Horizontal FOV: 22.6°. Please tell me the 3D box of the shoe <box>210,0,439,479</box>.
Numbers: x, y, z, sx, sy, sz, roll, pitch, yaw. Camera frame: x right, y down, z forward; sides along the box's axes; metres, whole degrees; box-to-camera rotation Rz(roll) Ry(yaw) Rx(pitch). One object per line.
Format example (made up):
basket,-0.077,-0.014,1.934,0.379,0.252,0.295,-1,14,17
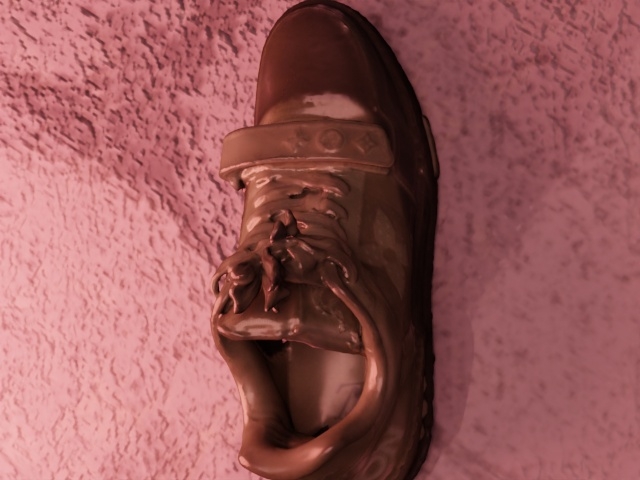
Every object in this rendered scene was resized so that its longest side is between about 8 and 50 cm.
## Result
shoe,-0.003,0.000,0.879,0.109,0.149,0.293,-8,84,20
